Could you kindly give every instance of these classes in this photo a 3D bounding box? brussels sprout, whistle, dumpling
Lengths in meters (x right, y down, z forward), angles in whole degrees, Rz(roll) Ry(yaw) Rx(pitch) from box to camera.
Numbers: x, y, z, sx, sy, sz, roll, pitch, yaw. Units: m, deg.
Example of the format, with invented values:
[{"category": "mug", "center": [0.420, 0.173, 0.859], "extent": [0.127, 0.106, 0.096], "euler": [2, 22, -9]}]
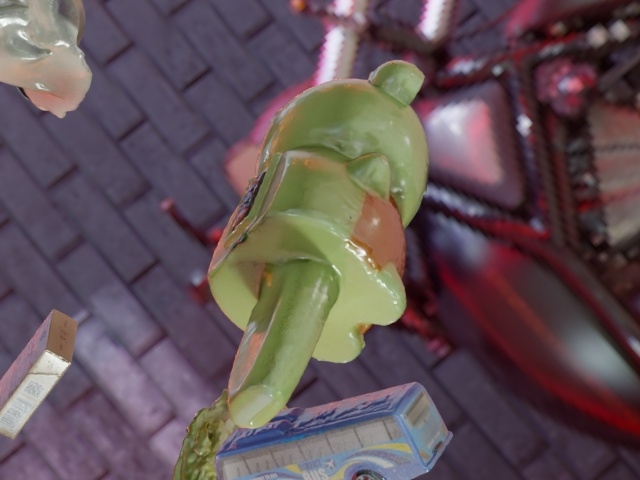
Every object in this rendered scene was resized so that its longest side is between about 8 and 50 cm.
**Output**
[{"category": "brussels sprout", "center": [-0.081, 0.237, 1.908], "extent": [0.139, 0.181, 0.100], "euler": [10, 144, -3]}, {"category": "whistle", "center": [0.000, 0.000, 1.094], "extent": [0.106, 0.288, 0.131], "euler": [33, 131, -14]}, {"category": "dumpling", "center": [-0.232, -0.179, 1.420], "extent": [0.127, 0.108, 0.188], "euler": [7, 119, 68]}]

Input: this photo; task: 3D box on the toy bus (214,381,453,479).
[{"category": "toy bus", "center": [0.005, 0.131, 1.145], "extent": [0.153, 0.051, 0.061], "euler": [-16, 105, 32]}]

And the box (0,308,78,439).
[{"category": "box", "center": [-0.206, 0.096, 1.328], "extent": [0.024, 0.083, 0.053], "euler": [28, -154, -18]}]
